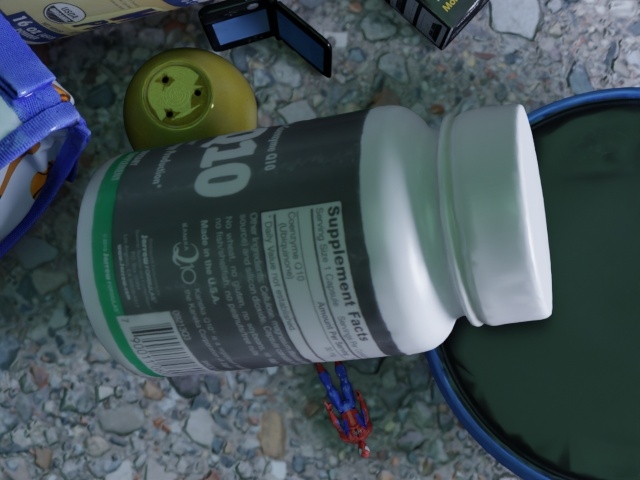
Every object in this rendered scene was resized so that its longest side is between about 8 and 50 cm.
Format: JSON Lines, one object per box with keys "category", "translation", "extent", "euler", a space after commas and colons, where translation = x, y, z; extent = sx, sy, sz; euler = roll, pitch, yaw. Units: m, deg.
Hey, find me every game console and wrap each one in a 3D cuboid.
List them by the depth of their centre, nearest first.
{"category": "game console", "translation": [-0.050, -0.184, 0.892], "extent": [0.107, 0.122, 0.071], "euler": [-17, 86, -1]}

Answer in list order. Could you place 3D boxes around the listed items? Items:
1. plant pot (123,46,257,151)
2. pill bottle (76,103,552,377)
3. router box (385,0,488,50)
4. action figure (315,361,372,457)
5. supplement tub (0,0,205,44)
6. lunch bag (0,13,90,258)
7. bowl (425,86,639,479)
{"category": "plant pot", "translation": [-0.129, -0.129, 0.901], "extent": [0.134, 0.095, 0.134], "euler": [0, 86, -1]}
{"category": "pill bottle", "translation": [0.000, 0.000, 0.792], "extent": [0.361, 0.204, 0.204], "euler": [-8, 85, 17]}
{"category": "router box", "translation": [0.136, -0.385, 0.928], "extent": [0.243, 0.081, 0.309], "euler": [42, 87, 3]}
{"category": "action figure", "translation": [0.023, 0.156, 0.915], "extent": [0.038, 0.030, 0.115], "euler": [-23, 88, -7]}
{"category": "supplement tub", "translation": [-0.163, -0.309, 0.811], "extent": [0.316, 0.228, 0.228], "euler": [-9, 85, 18]}
{"category": "lunch bag", "translation": [-0.391, -0.100, 0.767], "extent": [0.328, 0.239, 0.385], "euler": [48, 123, 0]}
{"category": "bowl", "translation": [0.276, 0.048, 0.847], "extent": [0.391, 0.077, 0.391], "euler": [-2, 83, 15]}
